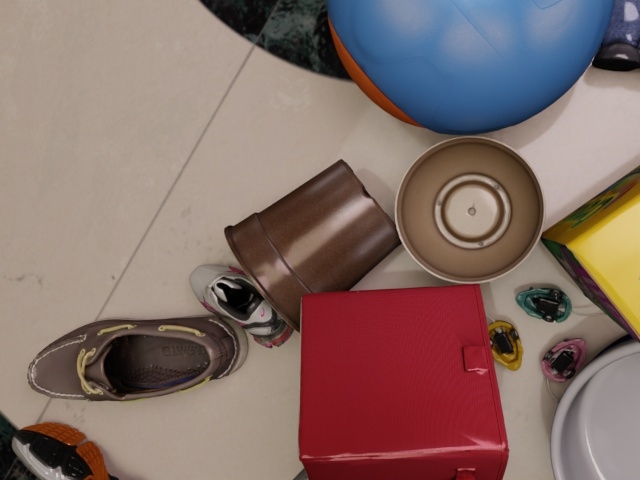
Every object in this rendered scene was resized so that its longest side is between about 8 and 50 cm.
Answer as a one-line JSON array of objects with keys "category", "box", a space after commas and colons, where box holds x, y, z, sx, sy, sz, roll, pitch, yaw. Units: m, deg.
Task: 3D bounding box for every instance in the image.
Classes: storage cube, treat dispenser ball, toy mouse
[{"category": "storage cube", "box": [0.083, 0.177, 0.733, 0.193, 0.183, 0.215, -3, 52, 6]}, {"category": "treat dispenser ball", "box": [0.149, -0.253, 0.702, 0.288, 0.288, 0.288, 0, 91, 15]}, {"category": "toy mouse", "box": [0.270, 0.107, 0.804, 0.143, 0.031, 0.161, -31, 90, 22]}]

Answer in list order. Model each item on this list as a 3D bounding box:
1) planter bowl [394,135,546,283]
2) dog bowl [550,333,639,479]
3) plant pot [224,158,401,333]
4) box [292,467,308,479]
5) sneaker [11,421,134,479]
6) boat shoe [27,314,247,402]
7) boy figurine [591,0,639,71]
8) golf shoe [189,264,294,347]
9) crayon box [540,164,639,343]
[{"category": "planter bowl", "box": [0.175, -0.034, 0.793, 0.162, 0.109, 0.162, 0, 91, 16]}, {"category": "dog bowl", "box": [0.384, 0.220, 0.706, 0.265, 0.104, 0.264, 4, 98, 33]}, {"category": "plant pot", "box": [0.000, 0.000, 0.821, 0.165, 0.167, 0.167, -38, 82, 6]}, {"category": "box", "box": [0.026, 0.321, 0.844, 0.087, 0.101, 0.102, -29, 82, 14]}, {"category": "sneaker", "box": [-0.336, 0.363, 0.947, 0.262, 0.099, 0.121, 33, 103, 13]}, {"category": "boat shoe", "box": [-0.264, 0.163, 0.920, 0.324, 0.097, 0.116, -8, 89, 15]}, {"category": "boy figurine", "box": [0.386, -0.326, 0.742, 0.177, 0.092, 0.285, 13, 98, 17]}, {"category": "golf shoe", "box": [-0.111, 0.063, 0.857, 0.186, 0.086, 0.067, 23, 68, 42]}, {"category": "crayon box", "box": [0.364, -0.055, 0.611, 0.313, 0.363, 0.106, -36, 82, 13]}]
